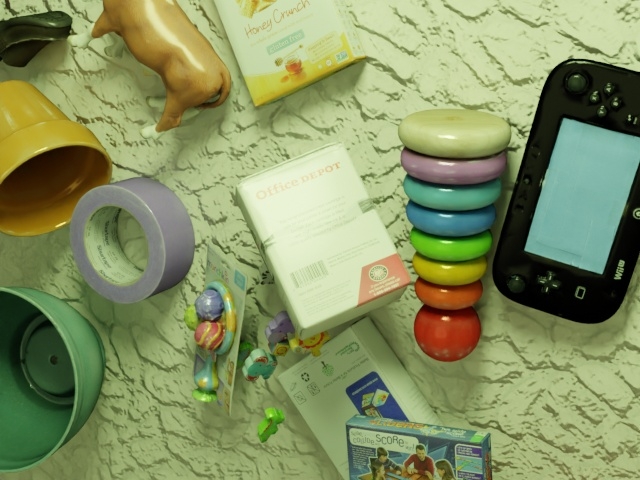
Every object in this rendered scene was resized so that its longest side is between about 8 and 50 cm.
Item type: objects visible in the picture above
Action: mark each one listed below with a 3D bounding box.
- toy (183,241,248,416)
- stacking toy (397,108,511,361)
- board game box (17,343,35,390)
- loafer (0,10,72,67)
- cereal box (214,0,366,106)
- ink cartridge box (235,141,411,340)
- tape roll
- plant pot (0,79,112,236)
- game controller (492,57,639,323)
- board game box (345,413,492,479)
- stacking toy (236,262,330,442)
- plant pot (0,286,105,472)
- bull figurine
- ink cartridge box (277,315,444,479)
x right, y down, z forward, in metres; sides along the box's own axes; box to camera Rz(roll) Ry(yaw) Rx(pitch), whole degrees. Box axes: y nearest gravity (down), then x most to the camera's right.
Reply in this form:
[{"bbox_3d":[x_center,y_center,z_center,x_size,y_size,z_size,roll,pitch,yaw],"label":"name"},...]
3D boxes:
[{"bbox_3d":[-0.172,0.138,1.532,0.137,0.056,0.237,35,126,50],"label":"toy"},{"bbox_3d":[0.163,0.004,1.301,0.141,0.141,0.330,12,113,26],"label":"stacking toy"},{"bbox_3d":[-0.603,0.204,1.819,0.194,0.060,0.194,-19,94,32],"label":"board game box"},{"bbox_3d":[-0.469,-0.316,1.604,0.220,0.080,0.078,2,108,39],"label":"loafer"},{"bbox_3d":[-0.058,-0.325,1.381,0.173,0.047,0.240,-21,92,32],"label":"cereal box"},{"bbox_3d":[0.000,0.000,1.341,0.159,0.092,0.217,-22,76,-10],"label":"ink cartridge box"},{"bbox_3d":[-0.295,-0.001,1.581,0.189,0.080,0.189,7,106,28],"label":"tape roll"},{"bbox_3d":[-0.460,-0.142,1.581,0.205,0.205,0.188,-51,62,29],"label":"plant pot"},{"bbox_3d":[0.321,-0.056,1.229,0.166,0.067,0.319,21,113,23],"label":"game controller"},{"bbox_3d":[0.134,0.317,1.376,0.201,0.035,0.136,3,105,29],"label":"board game box"},{"bbox_3d":[-0.074,0.155,1.464,0.221,0.052,0.167,-62,35,27],"label":"stacking toy"},{"bbox_3d":[-0.474,0.208,1.652,0.293,0.196,0.293,2,96,17],"label":"plant pot"},{"bbox_3d":[-0.254,-0.302,1.469,0.188,0.101,0.310,-42,79,35],"label":"bull figurine"},{"bbox_3d":[0.093,0.289,1.449,0.165,0.065,0.332,-37,83,31],"label":"ink cartridge box"}]
